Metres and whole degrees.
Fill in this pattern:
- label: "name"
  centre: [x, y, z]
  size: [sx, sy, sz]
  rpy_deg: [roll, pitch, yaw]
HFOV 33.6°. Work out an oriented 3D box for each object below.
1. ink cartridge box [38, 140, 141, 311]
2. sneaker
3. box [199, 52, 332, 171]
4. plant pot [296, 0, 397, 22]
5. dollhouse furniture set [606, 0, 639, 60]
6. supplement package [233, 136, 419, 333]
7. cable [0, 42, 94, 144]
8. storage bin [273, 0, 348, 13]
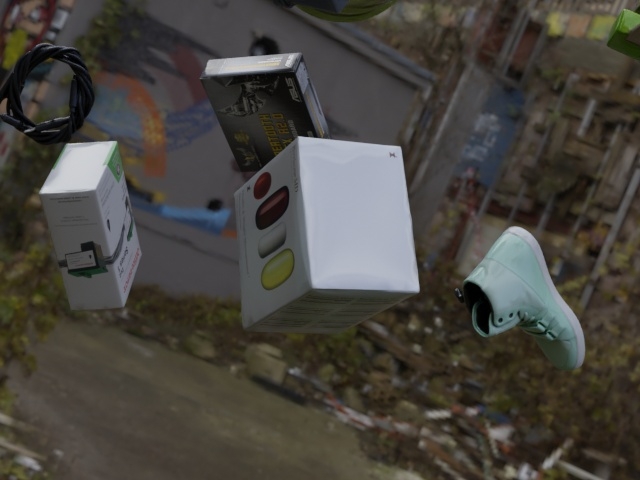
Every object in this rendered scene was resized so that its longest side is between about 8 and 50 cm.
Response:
- label: "ink cartridge box"
  centre: [-0.354, -0.021, 1.659]
  size: [0.092, 0.219, 0.160]
  rpy_deg: [-3, 33, 6]
- label: "sneaker"
  centre: [0.295, 0.124, 1.593]
  size: [0.094, 0.151, 0.256]
  rpy_deg: [3, -52, 56]
- label: "box"
  centre: [-0.091, -0.225, 1.906]
  size: [0.183, 0.056, 0.231]
  rpy_deg: [-1, -44, 20]
- label: "plant pot"
  centre: [0.076, -0.448, 1.525]
  size: [0.276, 0.276, 0.254]
  rpy_deg: [23, 5, -22]
- label: "dollhouse furniture set"
  centre: [0.517, -0.370, 1.360]
  size: [0.197, 0.302, 0.151]
  rpy_deg: [22, -11, -6]
- label: "supplement package"
  centre: [0.000, 0.000, 1.336]
  size: [0.149, 0.194, 0.203]
  rpy_deg: [3, -20, -28]
- label: "cable"
  centre: [-0.470, -0.254, 1.849]
  size: [0.150, 0.184, 0.047]
  rpy_deg: [38, 15, -10]
- label: "storage bin"
  centre: [-0.009, -0.334, 1.247]
  size: [0.091, 0.098, 0.135]
  rpy_deg: [25, -20, 29]
